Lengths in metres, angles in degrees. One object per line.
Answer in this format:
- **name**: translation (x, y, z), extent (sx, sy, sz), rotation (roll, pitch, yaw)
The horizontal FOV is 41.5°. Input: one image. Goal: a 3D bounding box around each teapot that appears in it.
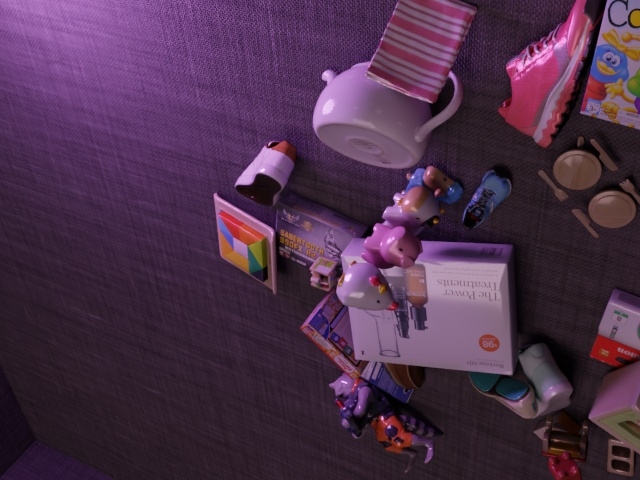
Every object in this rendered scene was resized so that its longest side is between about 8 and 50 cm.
- **teapot**: translation (0.120, -0.267, 1.659), extent (0.256, 0.187, 0.252), rotation (21, 168, -4)

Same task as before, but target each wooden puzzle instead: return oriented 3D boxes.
- **wooden puzzle**: translation (-0.201, 0.013, 2.216), extent (0.238, 0.044, 0.221), rotation (34, 143, 30)

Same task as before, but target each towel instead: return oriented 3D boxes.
- **towel**: translation (0.182, -0.361, 1.534), extent (0.144, 0.197, 0.029), rotation (24, 180, 14)

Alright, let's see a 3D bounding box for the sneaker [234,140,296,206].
- **sneaker**: translation (-0.117, -0.162, 2.011), extent (0.106, 0.123, 0.290), rotation (32, 163, -14)

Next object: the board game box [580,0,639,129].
- **board game box**: translation (0.519, -0.328, 1.316), extent (0.144, 0.142, 0.275), rotation (20, 137, 22)

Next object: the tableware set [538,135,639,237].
- **tableware set**: translation (0.521, -0.104, 1.606), extent (0.194, 0.039, 0.128), rotation (45, 129, -15)

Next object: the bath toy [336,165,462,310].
- **bath toy**: translation (0.164, 0.006, 1.740), extent (0.129, 0.348, 0.151), rotation (29, 154, 12)

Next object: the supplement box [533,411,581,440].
- **supplement box**: translation (0.583, 0.466, 2.083), extent (0.062, 0.036, 0.098), rotation (43, 140, -4)

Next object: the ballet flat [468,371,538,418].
- **ballet flat**: translation (0.434, 0.352, 1.996), extent (0.086, 0.086, 0.248), rotation (57, 172, -20)

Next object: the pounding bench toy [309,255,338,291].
- **pounding bench toy**: translation (0.002, 0.093, 2.059), extent (0.052, 0.083, 0.065), rotation (18, 135, 23)

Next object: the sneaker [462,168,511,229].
- **sneaker**: translation (0.340, -0.077, 1.740), extent (0.063, 0.073, 0.162), rotation (32, 140, 10)

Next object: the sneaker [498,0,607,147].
- **sneaker**: translation (0.391, -0.302, 1.462), extent (0.136, 0.116, 0.314), rotation (28, 139, 16)

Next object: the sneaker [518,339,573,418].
- **sneaker**: translation (0.519, 0.322, 1.984), extent (0.256, 0.094, 0.151), rotation (80, 169, -63)

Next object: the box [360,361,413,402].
- **box**: translation (0.158, 0.344, 2.297), extent (0.225, 0.036, 0.136), rotation (30, 140, 14)

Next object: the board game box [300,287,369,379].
- **board game box**: translation (0.060, 0.240, 2.191), extent (0.193, 0.147, 0.045), rotation (45, 140, -6)

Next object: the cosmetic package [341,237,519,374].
- **cosmetic package**: translation (0.250, 0.147, 1.912), extent (0.377, 0.097, 0.284), rotation (2, 118, 23)

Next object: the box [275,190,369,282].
- **box**: translation (0.000, 0.000, 2.085), extent (0.231, 0.056, 0.183), rotation (25, 139, 17)

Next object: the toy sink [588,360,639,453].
- **toy sink**: translation (0.703, 0.347, 1.767), extent (0.153, 0.131, 0.234), rotation (35, 151, -3)

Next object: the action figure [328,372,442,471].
- **action figure**: translation (0.163, 0.502, 2.394), extent (0.330, 0.178, 0.341), rotation (42, 169, 6)

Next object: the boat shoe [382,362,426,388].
- **boat shoe**: translation (0.214, 0.240, 2.096), extent (0.120, 0.122, 0.324), rotation (0, 126, 32)

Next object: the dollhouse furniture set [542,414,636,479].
- **dollhouse furniture set**: translation (0.686, 0.546, 1.912), extent (0.374, 0.201, 0.152), rotation (5, 129, 23)

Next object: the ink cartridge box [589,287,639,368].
- **ink cartridge box**: translation (0.672, 0.222, 1.779), extent (0.181, 0.056, 0.225), rotation (22, 135, 20)
